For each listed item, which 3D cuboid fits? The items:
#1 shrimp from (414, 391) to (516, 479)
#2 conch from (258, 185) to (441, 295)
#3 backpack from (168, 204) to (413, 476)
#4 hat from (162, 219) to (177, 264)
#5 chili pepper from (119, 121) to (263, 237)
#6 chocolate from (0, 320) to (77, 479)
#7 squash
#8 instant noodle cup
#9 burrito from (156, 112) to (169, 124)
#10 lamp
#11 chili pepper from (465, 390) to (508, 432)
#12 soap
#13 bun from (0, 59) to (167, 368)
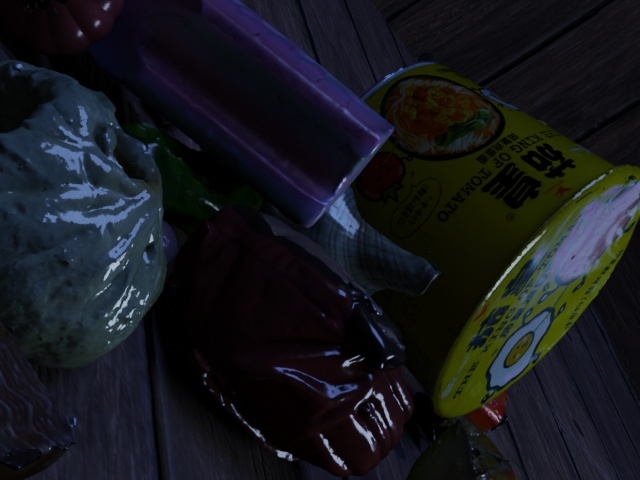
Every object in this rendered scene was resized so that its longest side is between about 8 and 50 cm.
[{"bbox_3d":[0.150,0.226,1.679,0.150,0.068,0.248,44,8,-1],"label":"shrimp"},{"bbox_3d":[-0.013,0.001,1.517,0.114,0.137,0.234,4,40,-42],"label":"conch"},{"bbox_3d":[-0.018,0.086,1.220,0.229,0.139,0.229,48,-6,7],"label":"backpack"},{"bbox_3d":[-0.127,0.001,1.207,0.058,0.042,0.087,58,12,4],"label":"hat"},{"bbox_3d":[-0.112,-0.049,1.315,0.100,0.074,0.257,44,7,19],"label":"chili pepper"},{"bbox_3d":[-0.199,0.056,0.673,0.148,0.093,0.214,58,11,11],"label":"chocolate"},{"bbox_3d":[0.106,0.280,1.378,0.192,0.085,0.184,-94,177,-62],"label":"squash"},{"bbox_3d":[0.140,-0.015,1.655,0.254,0.325,0.325,40,5,23],"label":"instant noodle cup"},{"bbox_3d":[-0.131,-0.147,1.564,0.058,0.045,0.188,62,9,-11],"label":"burrito"},{"bbox_3d":[-0.207,-0.199,1.258,0.107,0.107,0.092,58,-1,8],"label":"lamp"},{"bbox_3d":[0.149,0.146,1.875,0.169,0.065,0.088,47,14,-25],"label":"chili pepper"},{"bbox_3d":[-0.095,-0.153,1.356,0.324,0.109,0.193,38,8,1],"label":"soap"},{"bbox_3d":[-0.164,-0.030,0.957,0.212,0.126,0.204,61,11,23],"label":"bun"}]
